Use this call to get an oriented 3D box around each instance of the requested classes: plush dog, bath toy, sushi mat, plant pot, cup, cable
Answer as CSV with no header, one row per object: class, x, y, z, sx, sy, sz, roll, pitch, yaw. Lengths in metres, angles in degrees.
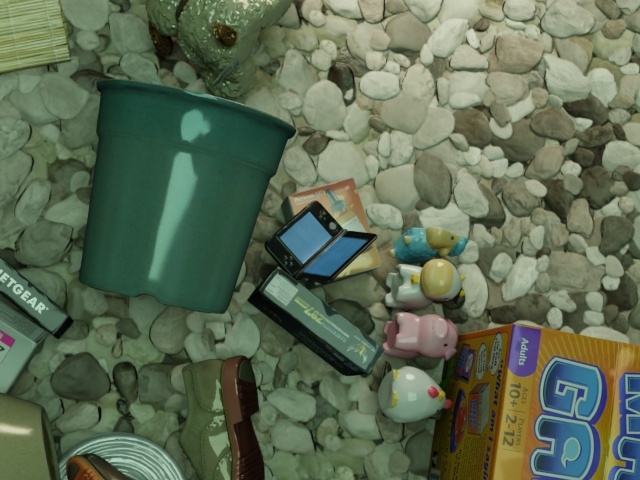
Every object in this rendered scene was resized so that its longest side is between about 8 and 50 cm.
plush dog,-0.211,-0.399,1.809,0.225,0.211,0.262,33,109,17
bath toy,0.188,0.154,1.822,0.129,0.151,0.348,14,69,-17
sushi mat,-0.615,-0.367,1.842,0.317,0.019,0.151,-13,83,-12
plant pot,-0.244,-0.063,1.723,0.341,0.341,0.334,14,87,-8
cup,-0.532,0.363,1.586,0.237,0.331,0.330,-10,84,-11
cable,-0.347,0.454,1.731,0.257,0.089,0.257,-26,87,-13

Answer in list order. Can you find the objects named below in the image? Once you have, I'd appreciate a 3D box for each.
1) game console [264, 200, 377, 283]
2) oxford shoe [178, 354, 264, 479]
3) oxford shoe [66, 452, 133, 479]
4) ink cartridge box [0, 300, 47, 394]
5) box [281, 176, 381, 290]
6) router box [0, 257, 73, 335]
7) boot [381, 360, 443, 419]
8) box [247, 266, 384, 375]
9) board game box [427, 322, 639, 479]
game console,0.000,0.000,1.751,0.124,0.085,0.144,49,58,-1
oxford shoe,-0.175,0.376,1.781,0.130,0.123,0.348,-4,83,16
oxford shoe,-0.255,0.461,1.660,0.364,0.130,0.133,42,45,5
ink cartridge box,-0.624,0.171,1.682,0.275,0.060,0.239,34,107,-4
box,0.018,-0.011,1.866,0.130,0.091,0.170,-17,85,-12
router box,-0.501,0.091,1.735,0.179,0.133,0.046,40,76,-2
boot,0.169,0.270,1.857,0.114,0.037,0.106,-2,95,17
box,-0.013,0.146,1.790,0.233,0.183,0.059,38,78,-4
board game box,0.409,0.355,1.745,0.357,0.356,0.356,11,80,-7
